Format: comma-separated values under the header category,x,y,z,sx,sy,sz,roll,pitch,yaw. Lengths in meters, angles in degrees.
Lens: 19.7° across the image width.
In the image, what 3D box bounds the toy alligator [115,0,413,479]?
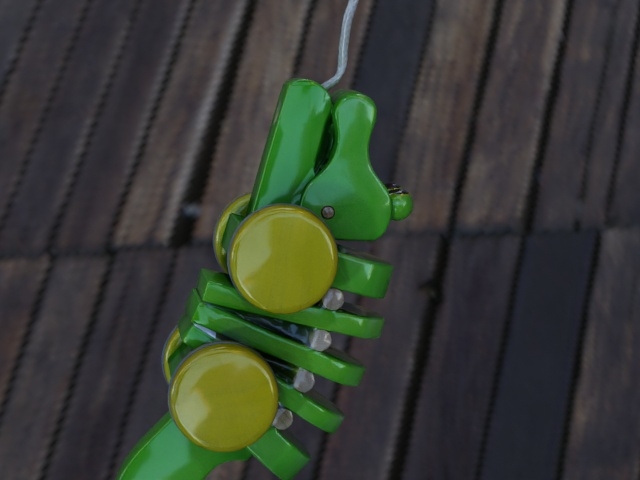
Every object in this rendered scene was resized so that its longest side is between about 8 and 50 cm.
category,x,y,z,sx,sy,sz,roll,pitch,yaw
toy alligator,0.000,0.000,0.502,0.056,0.051,0.189,-138,71,-79
